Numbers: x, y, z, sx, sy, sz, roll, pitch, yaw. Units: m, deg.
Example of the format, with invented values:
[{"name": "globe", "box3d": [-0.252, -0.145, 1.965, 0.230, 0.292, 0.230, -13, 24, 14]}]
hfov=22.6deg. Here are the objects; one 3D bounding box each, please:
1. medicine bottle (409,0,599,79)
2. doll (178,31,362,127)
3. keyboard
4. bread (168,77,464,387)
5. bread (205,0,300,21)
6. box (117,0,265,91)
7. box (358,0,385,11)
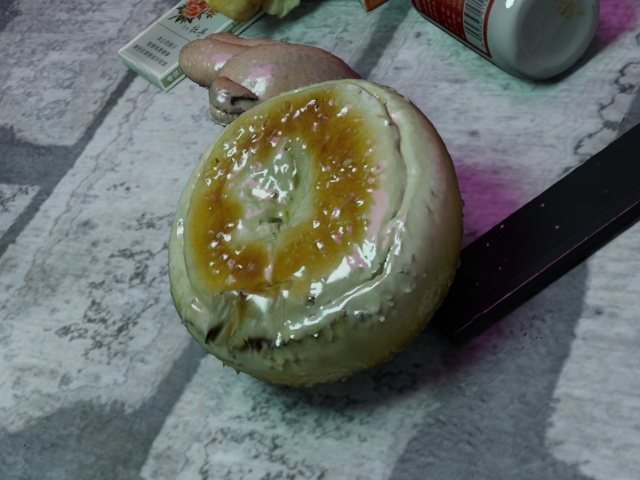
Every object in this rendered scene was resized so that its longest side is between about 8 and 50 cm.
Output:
[{"name": "medicine bottle", "box3d": [0.175, -0.268, 1.690, 0.131, 0.131, 0.250, -36, 40, -8]}, {"name": "doll", "box3d": [-0.055, -0.142, 1.708, 0.201, 0.156, 0.303, 6, 12, -18]}, {"name": "keyboard", "box3d": [0.225, -0.015, 1.478, 0.310, 0.018, 0.101, -35, 38, -8]}, {"name": "bread", "box3d": [0.000, 0.000, 1.468, 0.306, 0.159, 0.305, -16, 53, 22]}, {"name": "bread", "box3d": [-0.051, -0.456, 1.813, 0.236, 0.165, 0.375, 55, 130, 30]}, {"name": "box", "box3d": [-0.145, -0.266, 1.956, 0.198, 0.029, 0.109, -41, 41, -13]}, {"name": "box", "box3d": [0.130, -0.406, 1.764, 0.273, 0.265, 0.048, -31, 58, -1]}]
